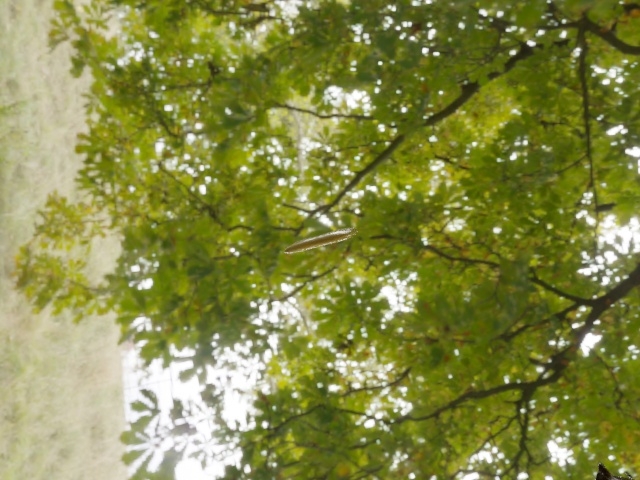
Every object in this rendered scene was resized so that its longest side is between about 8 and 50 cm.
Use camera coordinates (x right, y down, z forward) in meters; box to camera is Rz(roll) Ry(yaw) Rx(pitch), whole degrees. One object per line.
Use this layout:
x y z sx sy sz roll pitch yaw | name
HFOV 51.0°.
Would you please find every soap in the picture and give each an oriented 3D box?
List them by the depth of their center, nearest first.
0.000 0.000 0.757 0.089 0.034 0.012 -15 -81 22 | soap

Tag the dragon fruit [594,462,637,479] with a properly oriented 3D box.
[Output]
0.196 0.286 0.453 0.315 0.250 0.250 48 -20 -24 | dragon fruit
